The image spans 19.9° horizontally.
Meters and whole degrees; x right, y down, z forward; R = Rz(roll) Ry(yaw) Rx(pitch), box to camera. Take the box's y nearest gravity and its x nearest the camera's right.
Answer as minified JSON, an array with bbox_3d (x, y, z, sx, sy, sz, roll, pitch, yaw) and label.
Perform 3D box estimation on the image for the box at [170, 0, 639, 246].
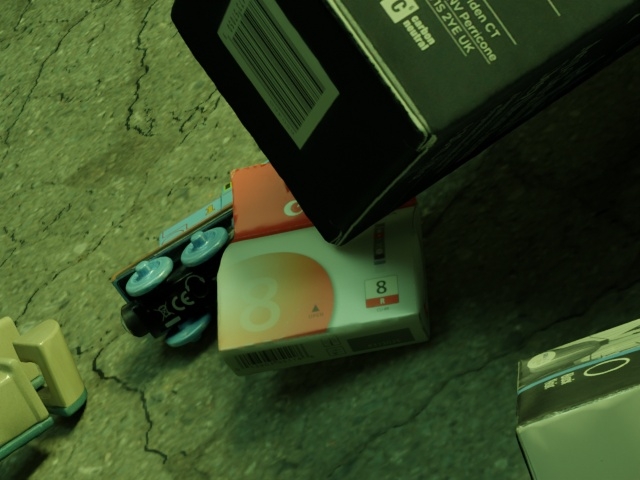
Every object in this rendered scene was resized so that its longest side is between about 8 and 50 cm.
[{"bbox_3d":[0.131,-0.209,1.188,0.395,0.212,0.293,-34,-4,-15],"label":"box"}]

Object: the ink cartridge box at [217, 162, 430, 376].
[{"bbox_3d":[0.000,0.000,1.294,0.145,0.045,0.179,-11,58,12],"label":"ink cartridge box"}]

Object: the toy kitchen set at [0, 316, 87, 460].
[{"bbox_3d":[-0.293,0.160,1.434,0.207,0.122,0.166,-33,22,-36],"label":"toy kitchen set"}]

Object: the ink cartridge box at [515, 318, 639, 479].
[{"bbox_3d":[0.259,0.045,0.886,0.333,0.065,0.165,-19,4,8],"label":"ink cartridge box"}]

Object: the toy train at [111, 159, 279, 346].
[{"bbox_3d":[-0.076,0.011,1.417,0.184,0.080,0.105,-31,22,11],"label":"toy train"}]
